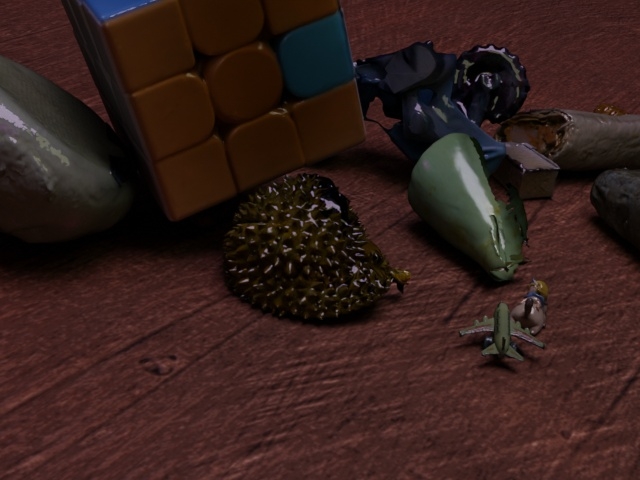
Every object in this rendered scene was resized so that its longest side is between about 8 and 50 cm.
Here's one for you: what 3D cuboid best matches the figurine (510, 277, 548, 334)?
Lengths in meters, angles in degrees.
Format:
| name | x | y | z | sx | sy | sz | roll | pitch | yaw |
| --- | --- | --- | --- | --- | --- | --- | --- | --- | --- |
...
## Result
| name | x | y | z | sx | sy | sz | roll | pitch | yaw |
| --- | --- | --- | --- | --- | --- | --- | --- | --- | --- |
| figurine | 0.269 | 0.080 | 1.381 | 0.047 | 0.050 | 0.083 | 22 | 29 | 11 |

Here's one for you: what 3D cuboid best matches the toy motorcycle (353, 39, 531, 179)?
| name | x | y | z | sx | sy | sz | roll | pitch | yaw |
| --- | --- | --- | --- | --- | --- | --- | --- | --- | --- |
| toy motorcycle | 0.122 | -0.185 | 1.715 | 0.416 | 0.232 | 0.172 | -2 | -4 | 2 |

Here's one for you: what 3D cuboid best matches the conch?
| name | x | y | z | sx | sy | sz | roll | pitch | yaw |
| --- | --- | --- | --- | --- | --- | --- | --- | --- | --- |
| conch | 0.226 | -0.043 | 1.538 | 0.137 | 0.143 | 0.250 | -40 | 57 | -4 |

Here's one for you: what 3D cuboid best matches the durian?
| name | x | y | z | sx | sy | sz | roll | pitch | yaw |
| --- | --- | --- | --- | --- | --- | --- | --- | --- | --- |
| durian | 0.000 | 0.000 | 1.353 | 0.237 | 0.137 | 0.193 | 7 | 26 | -7 |

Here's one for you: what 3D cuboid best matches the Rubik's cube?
| name | x | y | z | sx | sy | sz | roll | pitch | yaw |
| --- | --- | --- | --- | --- | --- | --- | --- | --- | --- |
| Rubik's cube | -0.145 | -0.250 | 1.428 | 0.292 | 0.291 | 0.290 | -24 | 35 | -13 |

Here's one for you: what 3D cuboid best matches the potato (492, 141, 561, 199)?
| name | x | y | z | sx | sy | sz | roll | pitch | yaw |
| --- | --- | --- | --- | --- | --- | --- | --- | --- | --- |
| potato | 0.327 | -0.115 | 1.776 | 0.086 | 0.061 | 0.122 | -3 | 27 | -22 |

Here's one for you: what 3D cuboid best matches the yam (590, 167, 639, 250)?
| name | x | y | z | sx | sy | sz | roll | pitch | yaw |
| --- | --- | --- | --- | --- | --- | --- | --- | --- | --- |
| yam | 0.507 | -0.022 | 1.582 | 0.133 | 0.133 | 0.330 | -3 | 25 | -24 |

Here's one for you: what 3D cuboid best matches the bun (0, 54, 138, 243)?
| name | x | y | z | sx | sy | sz | roll | pitch | yaw |
| --- | --- | --- | --- | --- | --- | --- | --- | --- | --- |
| bun | -0.377 | -0.093 | 1.364 | 0.293 | 0.187 | 0.293 | 38 | 9 | -7 |

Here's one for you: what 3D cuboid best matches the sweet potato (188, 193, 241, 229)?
| name | x | y | z | sx | sy | sz | roll | pitch | yaw |
| --- | --- | --- | --- | --- | --- | --- | --- | --- | --- |
| sweet potato | -0.151 | -0.100 | 1.554 | 0.097 | 0.097 | 0.292 | 4 | 27 | -12 |

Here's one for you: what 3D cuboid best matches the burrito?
| name | x | y | z | sx | sy | sz | roll | pitch | yaw |
| --- | --- | --- | --- | --- | --- | --- | --- | --- | --- |
| burrito | 0.460 | -0.168 | 1.871 | 0.299 | 0.105 | 0.143 | 1 | 3 | -18 |

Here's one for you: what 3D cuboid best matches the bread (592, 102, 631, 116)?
| name | x | y | z | sx | sy | sz | roll | pitch | yaw |
| --- | --- | --- | --- | --- | --- | --- | --- | --- | --- |
| bread | 0.577 | -0.220 | 2.083 | 0.052 | 0.044 | 0.157 | -10 | 31 | -23 |

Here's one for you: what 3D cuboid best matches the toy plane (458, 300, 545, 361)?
| name | x | y | z | sx | sy | sz | roll | pitch | yaw |
| --- | --- | --- | --- | --- | --- | --- | --- | --- | --- |
| toy plane | 0.216 | 0.110 | 1.312 | 0.102 | 0.040 | 0.111 | 12 | 26 | 1 |
